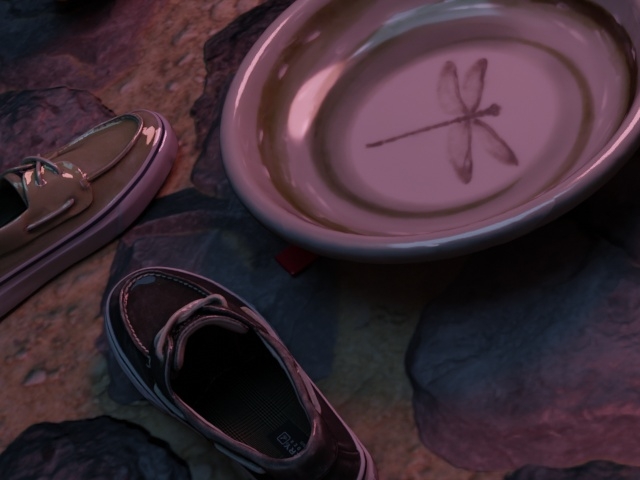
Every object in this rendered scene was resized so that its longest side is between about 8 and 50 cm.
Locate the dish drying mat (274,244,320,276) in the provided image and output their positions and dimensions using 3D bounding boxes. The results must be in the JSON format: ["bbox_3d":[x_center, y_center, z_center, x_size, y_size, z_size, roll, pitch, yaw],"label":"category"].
[{"bbox_3d":[0.000,0.000,1.297,0.083,0.008,0.032,-37,47,-9],"label":"dish drying mat"}]

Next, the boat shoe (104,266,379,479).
[{"bbox_3d":[-0.076,0.097,1.166,0.121,0.119,0.335,-42,47,-15],"label":"boat shoe"}]

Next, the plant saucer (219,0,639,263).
[{"bbox_3d":[0.112,-0.114,1.283,0.400,0.101,0.401,-12,46,13],"label":"plant saucer"}]

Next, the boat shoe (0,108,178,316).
[{"bbox_3d":[-0.263,-0.031,1.380,0.302,0.094,0.109,-43,47,-16],"label":"boat shoe"}]
